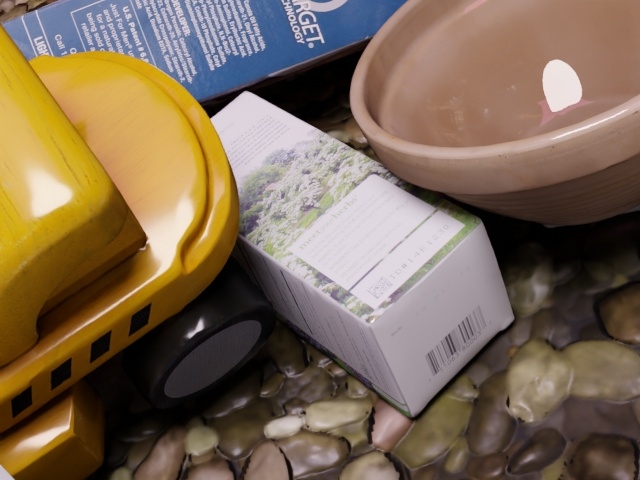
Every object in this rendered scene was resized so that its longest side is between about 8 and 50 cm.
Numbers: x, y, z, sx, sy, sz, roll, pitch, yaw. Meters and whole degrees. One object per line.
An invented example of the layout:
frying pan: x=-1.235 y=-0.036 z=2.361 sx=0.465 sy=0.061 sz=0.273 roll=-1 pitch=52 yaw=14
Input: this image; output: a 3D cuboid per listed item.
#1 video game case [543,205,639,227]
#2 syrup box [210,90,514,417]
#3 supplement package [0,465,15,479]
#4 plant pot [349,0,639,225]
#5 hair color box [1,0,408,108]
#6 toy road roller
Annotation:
video game case: x=0.283 y=-0.165 z=0.785 sx=0.299 sy=0.036 sz=0.329 roll=-12 pitch=46 yaw=14
syrup box: x=0.000 y=0.000 z=0.715 sx=0.093 sy=0.096 sz=0.237 roll=-41 pitch=45 yaw=-17
supplement package: x=-0.272 y=0.203 z=0.479 sx=0.262 sy=0.198 sz=0.199 roll=-36 pitch=12 yaw=19
plant pot: x=0.145 y=-0.088 z=0.656 sx=0.237 sy=0.110 sz=0.237 roll=-20 pitch=36 yaw=15
hair color box: x=-0.045 y=-0.171 z=0.834 sx=0.347 sy=0.105 sz=0.174 roll=-20 pitch=8 yaw=7
toy road roller: x=-0.200 y=0.022 z=0.608 sx=0.329 sy=0.240 sz=0.202 roll=-35 pitch=69 yaw=-9
